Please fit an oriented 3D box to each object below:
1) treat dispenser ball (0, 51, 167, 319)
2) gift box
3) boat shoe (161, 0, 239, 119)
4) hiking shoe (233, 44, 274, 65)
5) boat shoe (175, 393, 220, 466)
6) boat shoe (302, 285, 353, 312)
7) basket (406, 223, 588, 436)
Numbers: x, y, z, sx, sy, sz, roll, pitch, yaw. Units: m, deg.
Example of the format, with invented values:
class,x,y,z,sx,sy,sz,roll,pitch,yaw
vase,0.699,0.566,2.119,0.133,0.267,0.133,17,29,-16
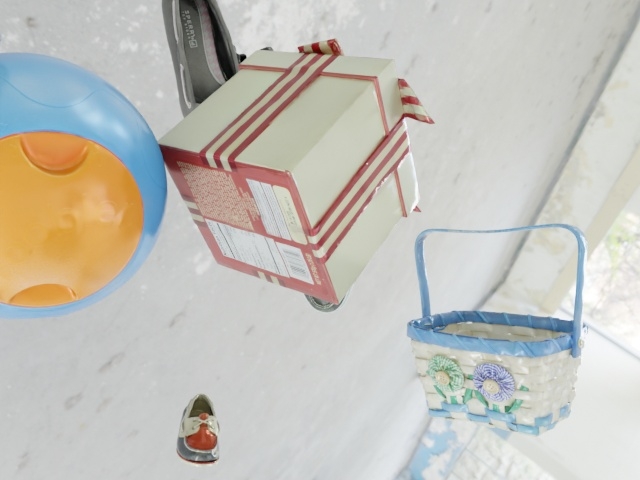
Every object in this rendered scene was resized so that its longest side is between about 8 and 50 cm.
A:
class,x,y,z,sx,sy,sz,roll,pitch,yaw
treat dispenser ball,-0.317,-0.057,0.677,0.288,0.288,0.288,-43,154,-27
gift box,-0.004,-0.090,0.810,0.258,0.276,0.255,-52,145,-31
boat shoe,-0.190,-0.278,1.038,0.112,0.095,0.335,-19,100,-17
hiking shoe,-0.103,-0.346,1.296,0.086,0.227,0.114,-47,149,-55
boat shoe,-0.138,0.217,0.704,0.137,0.049,0.043,-159,-98,-77
boat shoe,0.000,0.000,1.093,0.119,0.121,0.335,-76,165,-62
basket,0.259,0.121,0.891,0.201,0.255,0.289,1,87,-48
